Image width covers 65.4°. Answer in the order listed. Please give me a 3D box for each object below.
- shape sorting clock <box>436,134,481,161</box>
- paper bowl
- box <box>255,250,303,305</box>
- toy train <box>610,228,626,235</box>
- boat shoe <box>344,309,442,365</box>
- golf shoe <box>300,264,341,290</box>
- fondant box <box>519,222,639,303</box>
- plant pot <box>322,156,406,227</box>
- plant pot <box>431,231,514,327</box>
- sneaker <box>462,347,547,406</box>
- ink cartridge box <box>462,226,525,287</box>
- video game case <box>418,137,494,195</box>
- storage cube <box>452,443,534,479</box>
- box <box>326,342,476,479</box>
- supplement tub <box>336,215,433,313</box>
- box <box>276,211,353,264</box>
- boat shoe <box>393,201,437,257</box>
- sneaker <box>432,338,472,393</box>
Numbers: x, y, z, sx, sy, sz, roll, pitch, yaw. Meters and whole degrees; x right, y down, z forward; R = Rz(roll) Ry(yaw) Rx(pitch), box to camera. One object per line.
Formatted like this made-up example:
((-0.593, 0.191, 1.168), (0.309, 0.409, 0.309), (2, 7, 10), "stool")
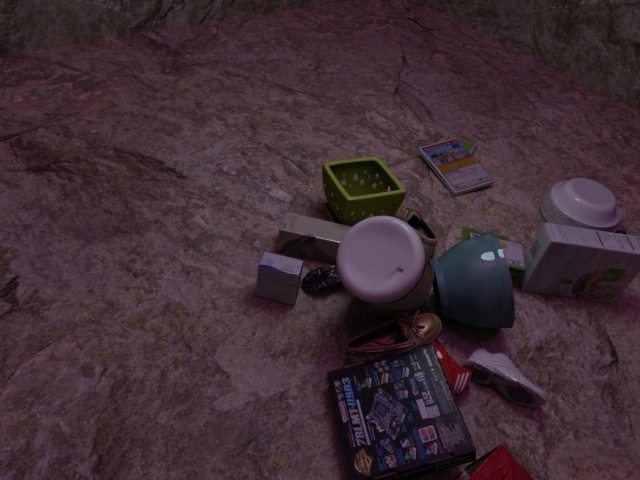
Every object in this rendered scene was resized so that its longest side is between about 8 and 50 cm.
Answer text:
((0.611, -0.394, 2.227), (0.207, 0.040, 0.206), (3, 53, -4), "shape sorting clock")
((1.041, -0.138, 1.978), (0.285, 0.148, 0.284), (6, 46, -6), "paper bowl")
((-0.123, 0.114, 1.497), (0.126, 0.137, 0.072), (14, 43, 3), "box")
((1.085, 0.027, 1.846), (0.080, 0.105, 0.184), (33, 48, 21), "toy train")
((0.206, 0.269, 1.381), (0.286, 0.089, 0.104), (-25, 40, -8), "boat shoe")
((0.037, 0.116, 1.582), (0.198, 0.094, 0.077), (-23, 66, 0), "golf shoe")
((0.861, 0.080, 1.653), (0.331, 0.238, 0.096), (9, 43, -2), "fondant box")
((0.137, -0.142, 1.755), (0.229, 0.207, 0.227), (-10, 44, -20), "plant pot")
((0.444, 0.135, 1.511), (0.197, 0.293, 0.292), (-11, 45, 6), "plant pot")
((0.528, 0.372, 1.401), (0.232, 0.090, 0.115), (30, 44, 17), "sneaker")
((0.601, 0.024, 1.761), (0.189, 0.097, 0.255), (13, 45, 2), "ink cartridge box")
((0.576, -0.319, 2.123), (0.204, 0.025, 0.285), (-17, 57, -19), "video game case")
((0.363, 0.592, 1.061), (0.184, 0.214, 0.193), (-26, 61, -33), "storage cube")
((0.186, 0.425, 1.227), (0.294, 0.073, 0.295), (-18, 46, 2), "box")
((0.195, 0.085, 1.419), (0.236, 0.325, 0.235), (-5, 72, 17), "supplement tub")
((0.000, 0.000, 1.659), (0.276, 0.113, 0.094), (12, 45, 3), "box")
((0.327, -0.073, 1.804), (0.109, 0.098, 0.302), (-11, 48, -21), "boat shoe")
((0.347, 0.345, 1.417), (0.128, 0.087, 0.221), (17, 41, -19), "sneaker")
